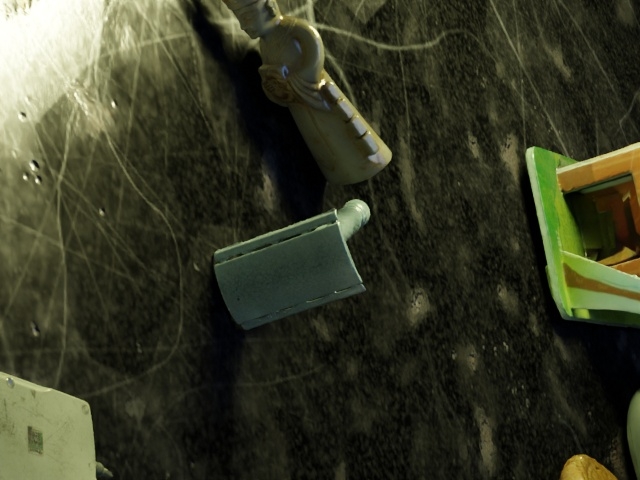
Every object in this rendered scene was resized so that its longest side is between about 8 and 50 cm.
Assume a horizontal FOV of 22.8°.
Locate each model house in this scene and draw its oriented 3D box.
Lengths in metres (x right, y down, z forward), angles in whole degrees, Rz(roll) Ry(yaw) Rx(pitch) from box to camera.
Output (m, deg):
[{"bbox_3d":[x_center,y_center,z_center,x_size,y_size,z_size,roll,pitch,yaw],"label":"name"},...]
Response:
[{"bbox_3d":[0.453,0.024,1.791,0.300,0.323,0.340,10,66,-57],"label":"model house"}]

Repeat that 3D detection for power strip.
[{"bbox_3d":[-0.198,0.113,0.918,0.227,0.029,0.080,30,48,-50],"label":"power strip"}]

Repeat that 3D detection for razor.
[{"bbox_3d":[0.000,0.000,1.288,0.232,0.106,0.068,-44,114,-71],"label":"razor"}]

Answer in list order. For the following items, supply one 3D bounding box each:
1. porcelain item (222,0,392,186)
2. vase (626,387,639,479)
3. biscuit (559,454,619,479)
[{"bbox_3d":[-0.019,-0.142,1.325,0.054,0.084,0.213,-48,120,-27],"label":"porcelain item"},{"bbox_3d":[0.426,0.285,1.820,0.128,0.128,0.248,-9,92,-61],"label":"vase"},{"bbox_3d":[0.316,0.315,1.620,0.226,0.042,0.226,48,15,-18],"label":"biscuit"}]
